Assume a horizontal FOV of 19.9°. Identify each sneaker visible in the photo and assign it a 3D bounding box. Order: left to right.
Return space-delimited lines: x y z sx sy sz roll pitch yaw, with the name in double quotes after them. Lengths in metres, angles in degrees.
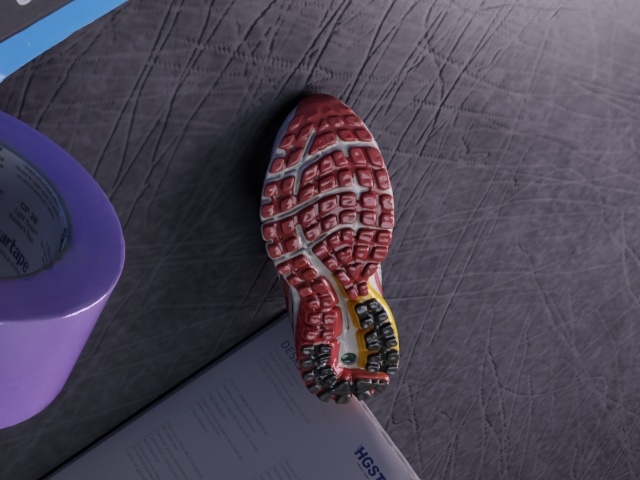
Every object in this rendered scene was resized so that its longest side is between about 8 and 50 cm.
0.000 0.000 1.224 0.088 0.092 0.225 -8 126 -7 "sneaker"

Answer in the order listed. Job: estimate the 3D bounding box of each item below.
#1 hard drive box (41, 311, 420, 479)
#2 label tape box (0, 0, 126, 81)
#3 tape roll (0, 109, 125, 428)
-0.058 0.191 1.302 0.232 0.181 0.089 -34 147 -4 "hard drive box"
-0.091 -0.213 0.846 0.249 0.115 0.347 -32 145 -8 "label tape box"
-0.202 0.005 0.938 0.189 0.189 0.080 -1 132 -42 "tape roll"
